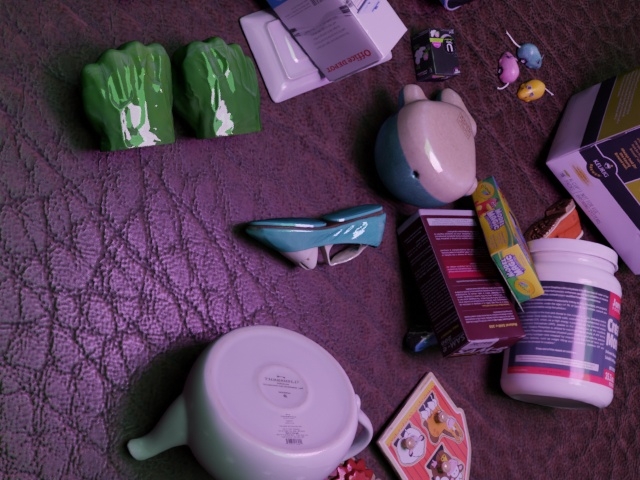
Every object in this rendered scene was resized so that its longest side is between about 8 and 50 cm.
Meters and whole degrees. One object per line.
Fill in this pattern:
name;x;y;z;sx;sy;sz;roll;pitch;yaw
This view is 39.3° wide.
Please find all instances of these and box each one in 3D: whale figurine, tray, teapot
whale figurine;0.181;-0.159;1.509;0.216;0.141;0.272;55;34;-14
tray;0.005;-0.330;1.455;0.270;0.030;0.145;-28;100;-34
teapot;-0.079;0.253;1.223;0.256;0.187;0.252;36;39;11

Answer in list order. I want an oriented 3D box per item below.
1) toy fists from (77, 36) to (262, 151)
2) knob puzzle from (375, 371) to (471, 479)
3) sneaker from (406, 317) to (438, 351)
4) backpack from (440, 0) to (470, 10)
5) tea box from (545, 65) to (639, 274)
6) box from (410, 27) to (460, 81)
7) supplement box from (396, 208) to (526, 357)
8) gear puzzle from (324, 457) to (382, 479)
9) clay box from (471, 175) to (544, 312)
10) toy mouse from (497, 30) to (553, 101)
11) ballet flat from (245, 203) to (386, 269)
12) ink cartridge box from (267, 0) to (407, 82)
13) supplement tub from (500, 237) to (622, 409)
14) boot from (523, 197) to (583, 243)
toy fists;-0.205;-0.208;1.256;0.279;0.096;0.142;-12;100;-36
knob puzzle;0.193;0.344;1.472;0.213;0.030;0.213;11;72;-37
sneaker;0.216;0.163;1.508;0.162;0.063;0.073;-15;99;-32
backpack;0.284;-0.527;1.562;0.253;0.225;0.191;-37;82;-28
tea box;0.665;-0.150;1.684;0.329;0.323;0.220;46;50;-21
box;0.202;-0.325;1.575;0.062;0.052;0.083;-6;87;-33
supplement box;0.229;0.068;1.474;0.130;0.073;0.239;0;60;-34
gear puzzle;0.063;0.439;1.372;0.339;0.044;0.175;43;62;-22
clay box;0.316;0.006;1.515;0.127;0.053;0.222;53;18;-35
toy mouse;0.387;-0.337;1.716;0.161;0.031;0.143;-18;93;-35
ballet flat;0.000;0.000;1.376;0.247;0.083;0.087;-9;102;-33
ink cartridge box;0.017;-0.352;1.362;0.190;0.139;0.082;49;58;-20
supplement tub;0.424;0.149;1.573;0.191;0.191;0.272;19;73;-31
boot;0.445;-0.008;1.694;0.158;0.059;0.084;-36;108;-34
